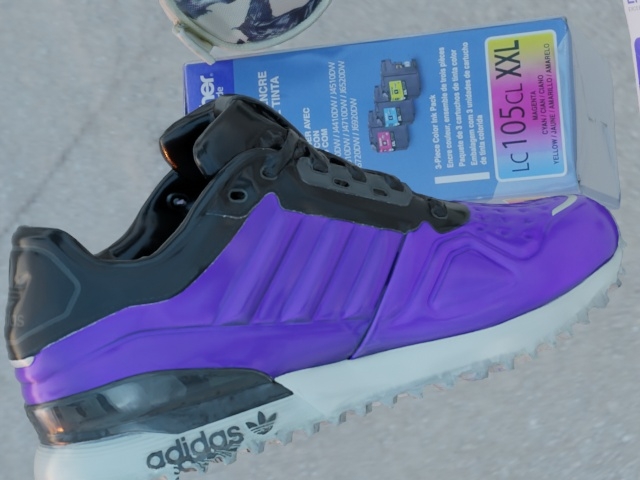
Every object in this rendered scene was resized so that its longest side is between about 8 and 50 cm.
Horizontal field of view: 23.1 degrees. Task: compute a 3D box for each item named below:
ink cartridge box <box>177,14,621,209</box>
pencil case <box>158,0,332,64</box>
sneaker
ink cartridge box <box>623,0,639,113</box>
[{"bbox_3d":[0.051,-0.088,1.392,0.395,0.270,0.151,-3,87,18],"label":"ink cartridge box"},{"bbox_3d":[-0.113,-0.336,1.351,0.183,0.160,0.410,-47,46,25],"label":"pencil case"},{"bbox_3d":[0.000,0.000,0.684,0.293,0.102,0.146,-18,95,-22],"label":"sneaker"},{"bbox_3d":[0.290,-0.085,1.039,0.206,0.045,0.208,6,108,63],"label":"ink cartridge box"}]
